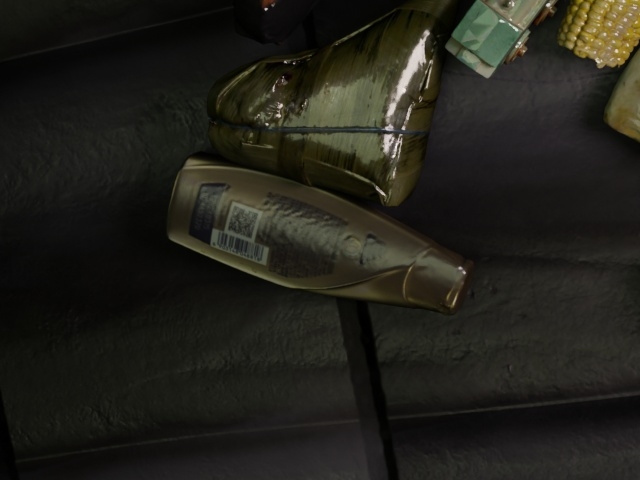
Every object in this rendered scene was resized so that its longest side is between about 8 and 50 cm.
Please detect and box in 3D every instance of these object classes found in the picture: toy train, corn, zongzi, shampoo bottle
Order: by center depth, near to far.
[{"bbox_3d":[0.331,-0.296,1.415,0.093,0.093,0.244,33,107,8],"label":"corn"},{"bbox_3d":[0.210,-0.259,1.439,0.080,0.125,0.194,37,108,4],"label":"toy train"},{"bbox_3d":[0.012,-0.195,1.508,0.250,0.125,0.274,15,101,6],"label":"zongzi"},{"bbox_3d":[0.000,0.000,1.564,0.350,0.084,0.126,18,106,12],"label":"shampoo bottle"}]

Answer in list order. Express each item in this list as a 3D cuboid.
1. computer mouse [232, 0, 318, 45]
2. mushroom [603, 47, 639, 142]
[{"bbox_3d":[-0.005,-0.356,1.447,0.116,0.183,0.323,19,110,8],"label":"computer mouse"},{"bbox_3d":[0.406,-0.230,1.414,0.100,0.081,0.312,34,111,10],"label":"mushroom"}]
